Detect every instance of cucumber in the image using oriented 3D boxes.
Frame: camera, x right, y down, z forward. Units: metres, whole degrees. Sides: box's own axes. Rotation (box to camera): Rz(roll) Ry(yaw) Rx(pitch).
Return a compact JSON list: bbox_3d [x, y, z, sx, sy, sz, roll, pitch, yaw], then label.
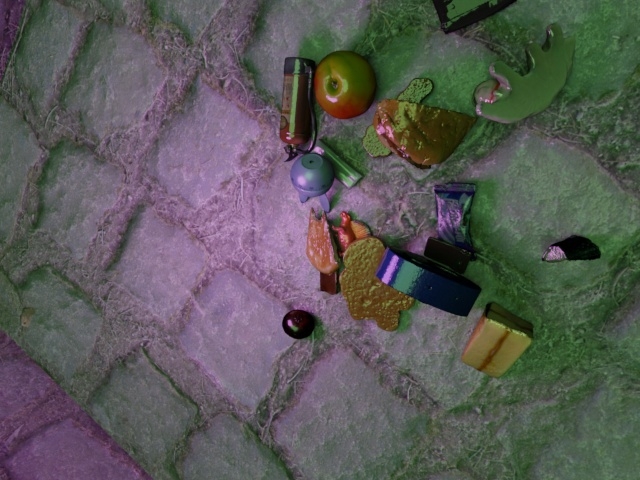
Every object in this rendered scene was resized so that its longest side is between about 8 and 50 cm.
[{"bbox_3d":[0.779,0.031,1.532,0.115,0.193,0.085,3,101,52],"label":"cucumber"}]

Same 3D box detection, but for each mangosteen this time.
[{"bbox_3d":[-0.091,0.343,1.964,0.140,0.140,0.139,5,102,21],"label":"mangosteen"}]

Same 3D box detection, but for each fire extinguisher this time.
[{"bbox_3d":[-0.081,-0.461,1.763,0.113,0.200,0.375,2,105,-15],"label":"fire extinguisher"}]

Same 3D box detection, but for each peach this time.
[{"bbox_3d":[0.083,-0.527,1.657,0.231,0.231,0.230,5,102,21],"label":"peach"}]

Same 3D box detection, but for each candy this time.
[{"bbox_3d":[0.462,-0.063,1.678,0.145,0.070,0.274,3,107,29],"label":"candy"}]

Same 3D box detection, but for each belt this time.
[{"bbox_3d":[0.365,0.134,1.663,0.347,0.212,0.117,23,103,-2],"label":"belt"}]

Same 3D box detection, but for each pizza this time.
[{"bbox_3d":[0.000,0.000,1.862,0.181,0.034,0.261,-9,90,52],"label":"pizza"}]

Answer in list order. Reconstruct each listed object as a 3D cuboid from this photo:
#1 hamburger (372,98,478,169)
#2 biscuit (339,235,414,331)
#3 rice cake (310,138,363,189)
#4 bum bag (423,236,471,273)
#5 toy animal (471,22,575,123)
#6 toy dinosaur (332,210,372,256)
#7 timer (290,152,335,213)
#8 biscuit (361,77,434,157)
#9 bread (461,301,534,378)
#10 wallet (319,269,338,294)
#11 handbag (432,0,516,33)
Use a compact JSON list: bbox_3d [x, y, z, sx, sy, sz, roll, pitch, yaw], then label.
[{"bbox_3d":[0.333,-0.334,1.586,0.330,0.162,0.208,5,105,-10],"label":"hamburger"},{"bbox_3d":[0.211,0.163,1.814,0.270,0.051,0.375,-17,99,11],"label":"biscuit"},{"bbox_3d":[0.053,-0.280,1.813,0.222,0.042,0.080,41,111,9],"label":"rice cake"},{"bbox_3d":[0.439,0.052,1.701,0.160,0.026,0.109,24,143,19],"label":"bum bag"},{"bbox_3d":[0.611,-0.496,1.500,0.267,0.188,0.307,12,95,-2],"label":"toy animal"},{"bbox_3d":[0.132,0.025,1.844,0.139,0.070,0.285,-12,98,2],"label":"toy dinosaur"},{"bbox_3d":[-0.017,-0.220,1.785,0.176,0.255,0.175,-3,75,13],"label":"timer"},{"bbox_3d":[0.278,-0.418,1.691,0.184,0.047,0.319,31,110,10],"label":"biscuit"},{"bbox_3d":[0.591,0.371,1.658,0.168,0.163,0.263,24,109,15],"label":"bread"},{"bbox_3d":[0.032,0.120,1.901,0.095,0.026,0.175,7,103,44],"label":"wallet"},{"bbox_3d":[0.465,-0.797,1.519,0.247,0.080,0.222,-18,94,25],"label":"handbag"}]
